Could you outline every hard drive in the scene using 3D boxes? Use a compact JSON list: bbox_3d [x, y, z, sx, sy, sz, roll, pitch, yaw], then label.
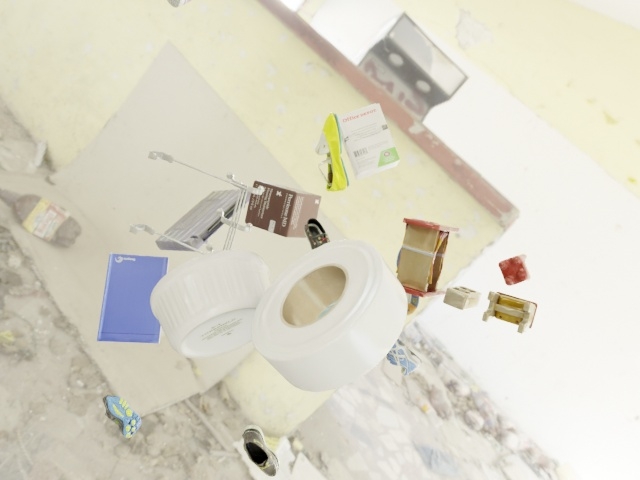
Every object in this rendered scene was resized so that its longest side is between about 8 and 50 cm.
[{"bbox_3d":[-0.681,0.211,1.756,0.210,0.319,0.040,4,-16,-11],"label":"hard drive"}]

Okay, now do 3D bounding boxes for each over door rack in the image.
[{"bbox_3d":[-0.334,-0.089,1.324,0.324,0.240,0.108,20,12,6],"label":"over door rack"}]

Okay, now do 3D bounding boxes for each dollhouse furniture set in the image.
[{"bbox_3d":[0.383,0.077,1.252,0.374,0.201,0.152,17,8,35],"label":"dollhouse furniture set"}]

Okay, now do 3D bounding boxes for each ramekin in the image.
[{"bbox_3d":[-0.222,0.150,1.050,0.273,0.273,0.127,21,36,-54],"label":"ramekin"}]

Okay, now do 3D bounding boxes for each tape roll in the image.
[{"bbox_3d":[0.013,0.129,0.889,0.100,0.286,0.286,52,9,-28],"label":"tape roll"}]

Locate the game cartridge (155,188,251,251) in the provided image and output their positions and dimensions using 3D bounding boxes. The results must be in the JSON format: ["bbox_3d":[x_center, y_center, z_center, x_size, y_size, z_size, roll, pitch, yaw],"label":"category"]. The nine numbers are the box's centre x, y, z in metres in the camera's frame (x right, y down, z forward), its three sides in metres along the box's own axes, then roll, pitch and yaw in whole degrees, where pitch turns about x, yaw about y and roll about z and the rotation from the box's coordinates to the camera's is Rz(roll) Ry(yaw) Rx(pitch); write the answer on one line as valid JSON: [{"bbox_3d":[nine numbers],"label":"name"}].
[{"bbox_3d":[-0.447,-0.082,1.861,0.355,0.230,0.068,-51,124,-38],"label":"game cartridge"}]

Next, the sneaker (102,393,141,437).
[{"bbox_3d":[-0.621,0.544,1.499,0.078,0.067,0.188,15,-47,34],"label":"sneaker"}]

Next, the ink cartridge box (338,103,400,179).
[{"bbox_3d":[0.206,-0.433,2.111,0.115,0.198,0.273,76,-5,-84],"label":"ink cartridge box"}]

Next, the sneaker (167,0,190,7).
[{"bbox_3d":[-0.303,-0.714,1.156,0.102,0.161,0.282,50,-26,3],"label":"sneaker"}]

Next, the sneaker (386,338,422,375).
[{"bbox_3d":[0.252,0.377,1.637,0.211,0.081,0.080,43,-3,-7],"label":"sneaker"}]

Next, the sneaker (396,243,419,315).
[{"bbox_3d":[0.320,0.127,1.740,0.111,0.296,0.131,14,-13,11],"label":"sneaker"}]

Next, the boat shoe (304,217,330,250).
[{"bbox_3d":[-0.002,0.000,1.190,0.049,0.042,0.133,-13,53,-25],"label":"boat shoe"}]

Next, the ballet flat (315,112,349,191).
[{"bbox_3d":[0.027,-0.231,1.311,0.077,0.077,0.231,-113,-172,-53],"label":"ballet flat"}]

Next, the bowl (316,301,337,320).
[{"bbox_3d":[0.044,0.253,1.461,0.311,0.311,0.163,-20,90,-74],"label":"bowl"}]

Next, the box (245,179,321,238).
[{"bbox_3d":[-0.137,-0.114,1.764,0.203,0.168,0.167,19,9,32],"label":"box"}]

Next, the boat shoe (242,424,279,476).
[{"bbox_3d":[-0.205,0.733,1.632,0.069,0.081,0.228,-86,156,-64],"label":"boat shoe"}]
